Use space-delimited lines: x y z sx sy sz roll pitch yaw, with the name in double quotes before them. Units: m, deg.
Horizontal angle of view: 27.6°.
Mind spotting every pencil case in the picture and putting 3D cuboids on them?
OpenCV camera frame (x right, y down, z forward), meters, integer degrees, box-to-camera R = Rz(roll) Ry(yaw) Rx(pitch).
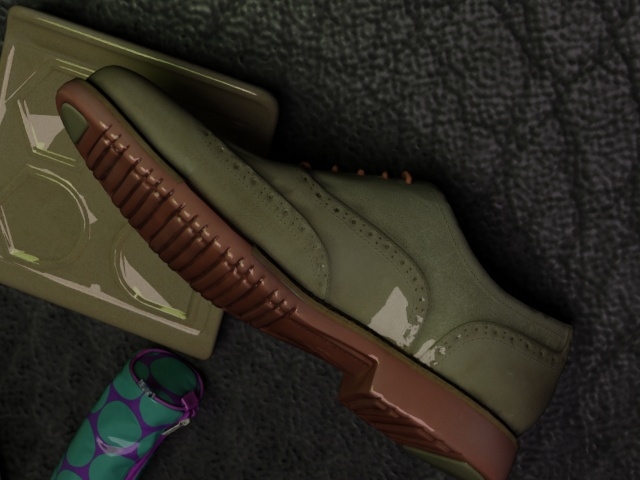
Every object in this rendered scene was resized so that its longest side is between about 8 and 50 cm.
"pencil case" -0.153 0.158 1.013 0.070 0.064 0.152 46 115 25

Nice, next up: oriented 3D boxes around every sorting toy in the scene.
"sorting toy" -0.195 -0.057 0.976 0.307 0.041 0.229 20 115 8

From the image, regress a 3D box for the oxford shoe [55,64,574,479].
"oxford shoe" 0.000 0.000 0.892 0.397 0.140 0.146 40 75 -12
